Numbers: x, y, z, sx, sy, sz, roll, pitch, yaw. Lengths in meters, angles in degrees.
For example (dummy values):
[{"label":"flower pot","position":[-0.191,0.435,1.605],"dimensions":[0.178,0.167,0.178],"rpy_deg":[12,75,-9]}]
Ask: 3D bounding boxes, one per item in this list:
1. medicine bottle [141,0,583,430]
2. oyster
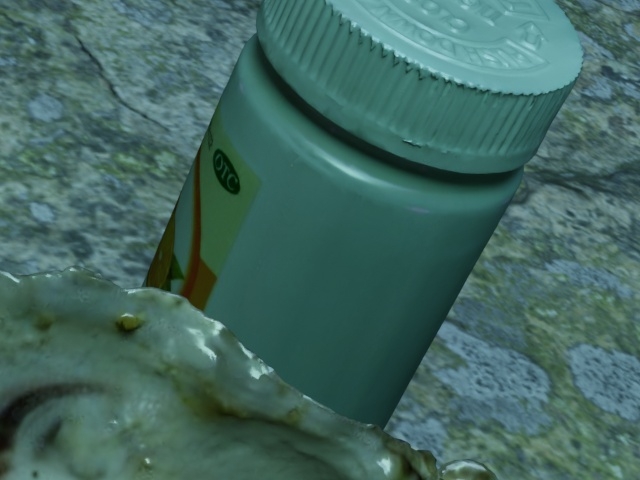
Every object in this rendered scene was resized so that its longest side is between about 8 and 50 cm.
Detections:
[{"label":"medicine bottle","position":[0.000,0.000,0.912],"dimensions":[0.158,0.318,0.158],"rpy_deg":[18,34,-12]},{"label":"oyster","position":[-0.078,0.126,0.662],"dimensions":[0.396,0.111,0.204],"rpy_deg":[19,44,-25]}]
